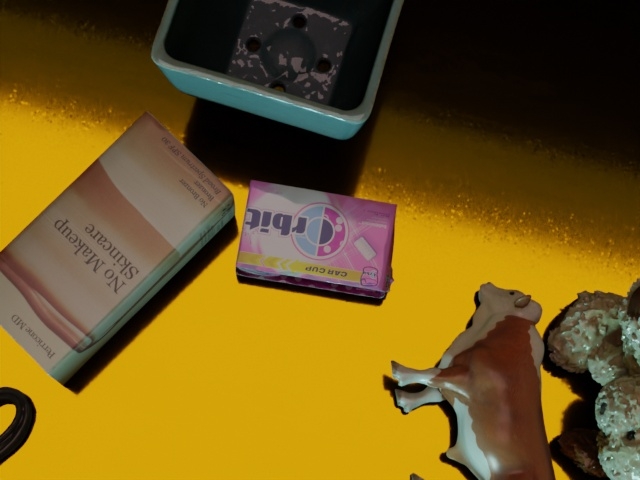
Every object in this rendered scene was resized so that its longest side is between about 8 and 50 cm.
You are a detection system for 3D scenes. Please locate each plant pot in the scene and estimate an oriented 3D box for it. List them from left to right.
[{"bbox_3d":[-0.038,-0.250,1.883,0.247,0.252,0.247,17,79,1],"label":"plant pot"}]

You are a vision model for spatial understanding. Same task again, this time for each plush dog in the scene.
[{"bbox_3d":[0.378,0.179,1.827,0.211,0.262,0.225,22,75,-16],"label":"plush dog"}]

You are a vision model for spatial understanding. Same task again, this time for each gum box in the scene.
[{"bbox_3d":[0.000,0.000,1.933,0.188,0.062,0.107,9,79,1],"label":"gum box"}]

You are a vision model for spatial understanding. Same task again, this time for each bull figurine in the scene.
[{"bbox_3d":[0.187,0.201,1.882,0.188,0.101,0.310,-10,77,1],"label":"bull figurine"}]

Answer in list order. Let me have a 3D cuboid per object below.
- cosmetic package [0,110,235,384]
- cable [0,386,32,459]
[{"bbox_3d":[-0.253,0.010,1.891,0.153,0.129,0.296,43,82,5],"label":"cosmetic package"},{"bbox_3d":[-0.427,0.305,1.883,0.140,0.072,0.287,11,66,13],"label":"cable"}]
